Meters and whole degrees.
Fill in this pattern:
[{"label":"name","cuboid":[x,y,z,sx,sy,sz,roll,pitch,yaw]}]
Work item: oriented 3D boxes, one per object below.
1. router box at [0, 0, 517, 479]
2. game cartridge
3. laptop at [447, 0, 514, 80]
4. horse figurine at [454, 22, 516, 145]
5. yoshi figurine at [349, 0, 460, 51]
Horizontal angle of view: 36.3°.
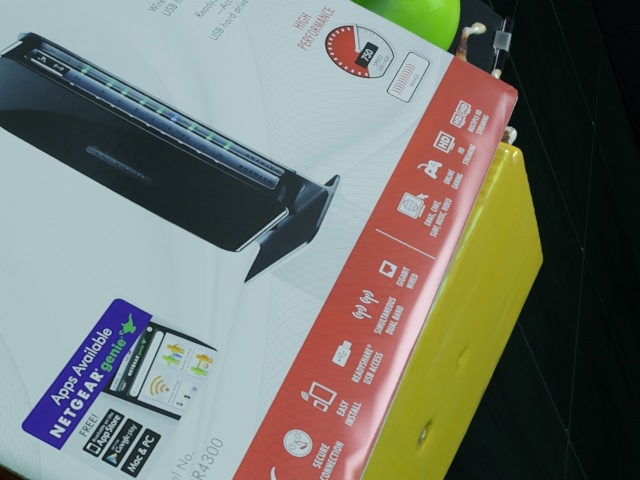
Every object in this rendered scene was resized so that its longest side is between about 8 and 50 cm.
[{"label":"router box","cuboid":[-0.090,-0.022,0.471,0.301,0.082,0.335,28,48,1]},{"label":"game cartridge","cuboid":[0.106,0.097,0.876,0.324,0.052,0.285,-63,155,-14]},{"label":"laptop","cuboid":[0.066,-0.102,1.085,0.408,0.236,0.382,90,16,-53]},{"label":"horse figurine","cuboid":[0.095,-0.191,0.962,0.263,0.066,0.174,41,46,-12]},{"label":"yoshi figurine","cuboid":[-0.011,-0.215,0.789,0.362,0.203,0.204,35,22,-39]}]
